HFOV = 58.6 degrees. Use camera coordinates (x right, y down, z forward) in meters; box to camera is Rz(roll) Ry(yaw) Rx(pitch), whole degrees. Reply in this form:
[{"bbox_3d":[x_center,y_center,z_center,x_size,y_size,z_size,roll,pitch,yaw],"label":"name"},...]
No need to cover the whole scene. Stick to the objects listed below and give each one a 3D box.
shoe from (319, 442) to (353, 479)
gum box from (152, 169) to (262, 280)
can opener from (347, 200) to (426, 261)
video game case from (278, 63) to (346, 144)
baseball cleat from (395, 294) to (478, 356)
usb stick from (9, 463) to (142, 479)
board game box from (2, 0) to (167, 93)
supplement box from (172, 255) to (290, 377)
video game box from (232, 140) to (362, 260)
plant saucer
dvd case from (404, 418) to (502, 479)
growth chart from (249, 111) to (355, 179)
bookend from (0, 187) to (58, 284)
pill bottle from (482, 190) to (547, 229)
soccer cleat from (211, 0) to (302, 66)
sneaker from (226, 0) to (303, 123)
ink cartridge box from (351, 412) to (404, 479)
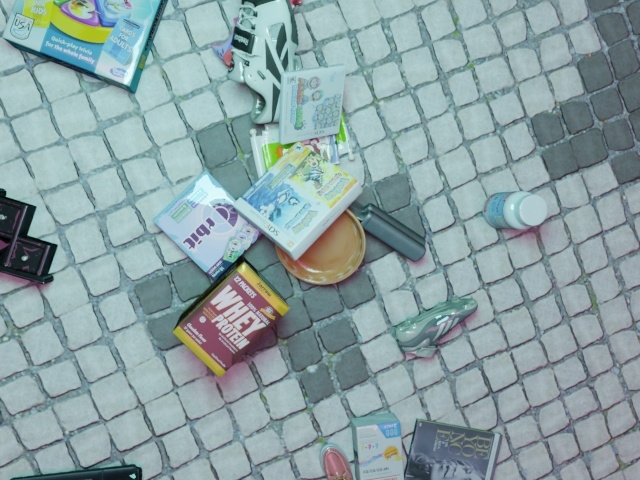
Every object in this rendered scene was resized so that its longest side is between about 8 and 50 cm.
[{"bbox_3d":[0.051,0.552,1.290,0.064,0.081,0.178,-20,96,-8],"label":"shoe"},{"bbox_3d":[-0.239,-0.032,1.236,0.157,0.041,0.184,-45,98,-5],"label":"gum box"},{"bbox_3d":[0.102,-0.032,1.291,0.283,0.076,0.095,33,118,-9],"label":"can opener"},{"bbox_3d":[-0.018,-0.283,1.188,0.143,0.019,0.157,-16,134,-24],"label":"video game case"},{"bbox_3d":[0.275,0.204,1.329,0.206,0.072,0.109,-19,109,-4],"label":"baseball cleat"},{"bbox_3d":[-0.521,0.527,1.206,0.278,0.045,0.077,-3,69,-10],"label":"usb stick"},{"bbox_3d":[-0.450,-0.509,1.161,0.254,0.079,0.336,19,89,-10],"label":"board game box"},{"bbox_3d":[-0.183,0.147,1.176,0.191,0.194,0.129,-44,98,-5],"label":"supplement box"},{"bbox_3d":[-0.049,-0.087,1.181,0.187,0.048,0.205,37,77,27],"label":"video game box"},{"bbox_3d":[0.000,0.000,1.249,0.200,0.037,0.199,3,111,8],"label":"plant saucer"},{"bbox_3d":[0.317,0.525,1.366,0.221,0.018,0.164,13,90,-10],"label":"dvd case"},{"bbox_3d":[-0.040,-0.205,1.273,0.237,0.021,0.171,-21,97,-7],"label":"growth chart"},{"bbox_3d":[-0.607,-0.009,1.160,0.157,0.072,0.156,19,89,-10],"label":"bookend"},{"bbox_3d":[0.439,-0.068,1.288,0.087,0.160,0.087,0,92,-10],"label":"pill bottle"},{"bbox_3d":[-0.128,-0.473,1.219,0.095,0.083,0.248,38,89,-4],"label":"soccer cleat"},{"bbox_3d":[-0.124,-0.381,1.127,0.146,0.122,0.330,-27,125,-17],"label":"sneaker"},{"bbox_3d":[0.133,0.500,1.311,0.104,0.061,0.181,-5,94,-9],"label":"ink cartridge box"}]
